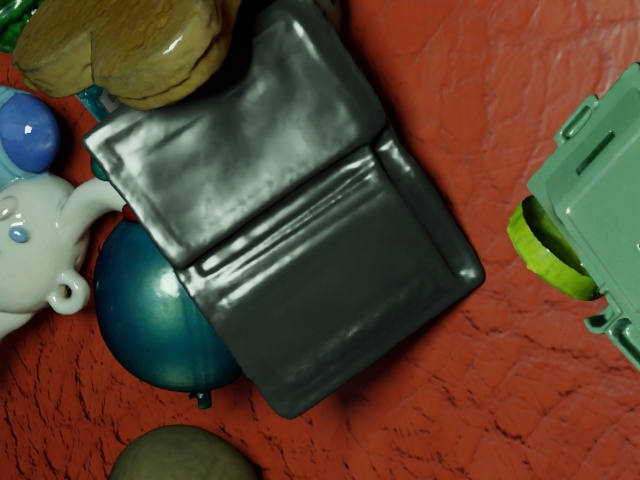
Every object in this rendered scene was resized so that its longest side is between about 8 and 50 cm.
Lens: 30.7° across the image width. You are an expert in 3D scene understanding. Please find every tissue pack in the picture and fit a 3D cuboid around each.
[{"bbox_3d":[-0.211,-0.144,1.305,0.085,0.028,0.138,-34,63,-8],"label":"tissue pack"}]

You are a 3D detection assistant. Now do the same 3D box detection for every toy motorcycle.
[{"bbox_3d":[0.306,0.030,0.834,0.191,0.200,0.326,-51,53,31],"label":"toy motorcycle"}]

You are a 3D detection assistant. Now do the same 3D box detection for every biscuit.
[{"bbox_3d":[-0.095,-0.285,1.063,0.368,0.076,0.394,15,70,52],"label":"biscuit"}]

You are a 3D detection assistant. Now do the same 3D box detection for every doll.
[{"bbox_3d":[-0.397,-0.056,1.378,0.376,0.187,0.365,-39,79,5],"label":"doll"},{"bbox_3d":[-0.137,0.012,1.159,0.198,0.186,0.322,-167,68,-81],"label":"doll"}]

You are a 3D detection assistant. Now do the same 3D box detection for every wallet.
[{"bbox_3d":[-0.024,-0.031,1.051,0.247,0.041,0.323,-35,98,-4],"label":"wallet"}]

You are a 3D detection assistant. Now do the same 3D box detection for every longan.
[{"bbox_3d":[-0.148,0.280,1.240,0.187,0.167,0.167,26,112,57],"label":"longan"}]

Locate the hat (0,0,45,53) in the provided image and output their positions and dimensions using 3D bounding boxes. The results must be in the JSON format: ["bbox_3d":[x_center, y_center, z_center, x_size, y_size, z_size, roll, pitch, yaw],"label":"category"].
[{"bbox_3d":[-0.301,-0.385,1.263,0.274,0.242,0.332,41,108,-13],"label":"hat"}]

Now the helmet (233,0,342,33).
[{"bbox_3d":[-0.046,-0.218,1.134,0.177,0.107,0.153,28,102,47],"label":"helmet"}]
